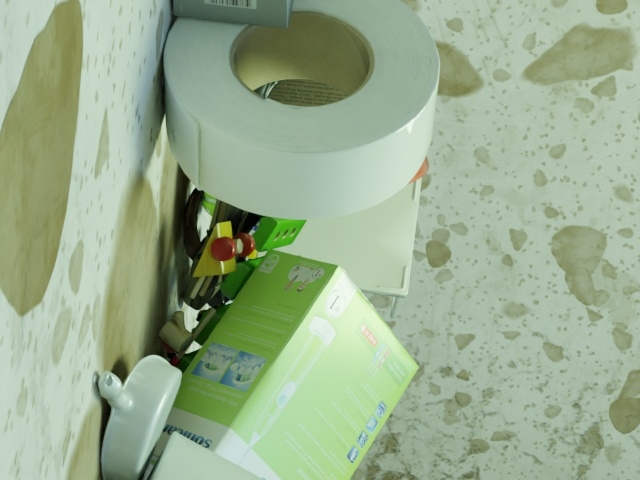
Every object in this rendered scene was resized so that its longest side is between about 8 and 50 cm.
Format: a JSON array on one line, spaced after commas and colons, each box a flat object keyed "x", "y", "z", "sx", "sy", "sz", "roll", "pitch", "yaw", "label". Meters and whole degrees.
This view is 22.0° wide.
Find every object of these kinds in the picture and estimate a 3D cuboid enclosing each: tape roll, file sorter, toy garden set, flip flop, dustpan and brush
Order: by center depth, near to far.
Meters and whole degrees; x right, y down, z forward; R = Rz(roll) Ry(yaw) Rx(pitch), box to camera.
[{"x": -0.185, "y": 0.164, "z": 1.597, "sx": 0.211, "sy": 0.060, "sz": 0.147, "roll": 108, "pitch": 4, "yaw": -71, "label": "dustpan and brush"}, {"x": -0.022, "y": -0.154, "z": 1.694, "sx": 0.100, "sy": 0.286, "sz": 0.286, "roll": 95, "pitch": 4, "yaw": -48, "label": "tape roll"}, {"x": -0.127, "y": 0.065, "z": 1.903, "sx": 0.244, "sy": 0.049, "sz": 0.204, "roll": -57, "pitch": 167, "yaw": 15, "label": "toy garden set"}, {"x": -0.125, "y": -0.024, "z": 1.968, "sx": 0.112, "sy": 0.080, "sz": 0.277, "roll": -42, "pitch": 165, "yaw": -39, "label": "flip flop"}, {"x": 0.000, "y": 0.000, "z": 2.499, "sx": 0.173, "sy": 0.277, "sz": 0.193, "roll": 94, "pitch": 4, "yaw": -70, "label": "file sorter"}]

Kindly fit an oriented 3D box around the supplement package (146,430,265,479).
[{"x": -0.080, "y": 0.344, "z": 1.627, "sx": 0.145, "sy": 0.261, "sz": 0.204, "roll": -59, "pitch": -176, "yaw": 16, "label": "supplement package"}]

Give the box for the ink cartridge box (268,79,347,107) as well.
[{"x": -0.024, "y": -0.194, "z": 1.975, "sx": 0.088, "sy": 0.234, "sz": 0.193, "roll": 86, "pitch": 12, "yaw": -71, "label": "ink cartridge box"}]

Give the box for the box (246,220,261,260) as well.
[{"x": -0.116, "y": 0.001, "z": 2.356, "sx": 0.054, "sy": 0.059, "sz": 0.169, "roll": 96, "pitch": 2, "yaw": -57, "label": "box"}]

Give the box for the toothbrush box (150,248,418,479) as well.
[{"x": -0.043, "y": 0.186, "z": 1.860, "sx": 0.283, "sy": 0.122, "sz": 0.206, "roll": -58, "pitch": 133, "yaw": -21, "label": "toothbrush box"}]

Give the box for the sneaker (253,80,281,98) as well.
[{"x": -0.078, "y": -0.243, "z": 1.868, "sx": 0.109, "sy": 0.130, "sz": 0.286, "roll": 3, "pitch": 93, "yaw": -85, "label": "sneaker"}]

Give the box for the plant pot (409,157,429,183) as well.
[{"x": -0.006, "y": -0.189, "z": 2.184, "sx": 0.275, "sy": 0.274, "sz": 0.243, "roll": -71, "pitch": 151, "yaw": -76, "label": "plant pot"}]

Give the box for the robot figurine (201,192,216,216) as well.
[{"x": -0.116, "y": -0.077, "z": 2.094, "sx": 0.101, "sy": 0.067, "sz": 0.115, "roll": -114, "pitch": -151, "yaw": -72, "label": "robot figurine"}]

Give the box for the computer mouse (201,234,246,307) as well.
[{"x": -0.113, "y": 0.087, "z": 2.075, "sx": 0.041, "sy": 0.071, "sz": 0.242, "roll": 38, "pitch": 34, "yaw": -47, "label": "computer mouse"}]

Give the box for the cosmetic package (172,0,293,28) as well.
[{"x": -0.076, "y": -0.339, "z": 1.719, "sx": 0.107, "sy": 0.127, "sz": 0.238, "roll": 92, "pitch": 4, "yaw": -52, "label": "cosmetic package"}]
